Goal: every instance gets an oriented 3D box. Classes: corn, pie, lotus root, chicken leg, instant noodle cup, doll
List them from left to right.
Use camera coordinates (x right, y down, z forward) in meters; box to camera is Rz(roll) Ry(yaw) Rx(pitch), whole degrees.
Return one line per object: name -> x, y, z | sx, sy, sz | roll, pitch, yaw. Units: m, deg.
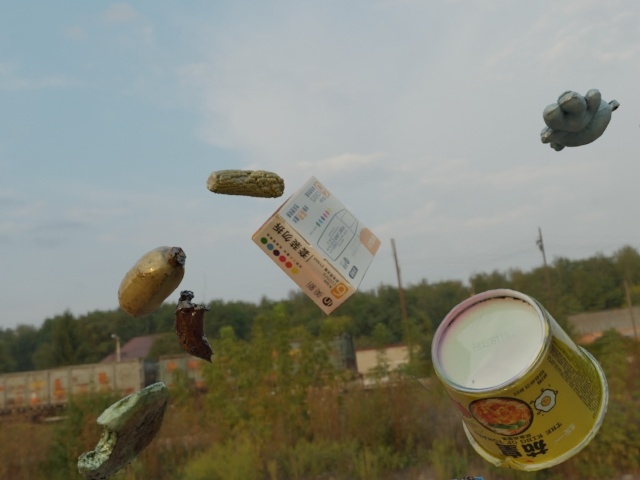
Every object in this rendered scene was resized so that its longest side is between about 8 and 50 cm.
pie -> -0.493, 0.485, 1.793 | 0.067, 0.302, 0.302 | 29, -4, 15
lotus root -> -0.496, 0.114, 2.071 | 0.146, 0.160, 0.284 | 38, -60, -20
chicken leg -> -0.357, 0.245, 1.964 | 0.105, 0.233, 0.063 | 5, 23, 13
corn -> -0.217, -0.171, 2.096 | 0.087, 0.086, 0.288 | -17, -10, 41
instant noodle cup -> 0.394, 0.270, 1.444 | 0.326, 0.325, 0.254 | -13, -47, 32
doll -> 0.373, -0.194, 1.049 | 0.120, 0.075, 0.180 | -33, -28, 29

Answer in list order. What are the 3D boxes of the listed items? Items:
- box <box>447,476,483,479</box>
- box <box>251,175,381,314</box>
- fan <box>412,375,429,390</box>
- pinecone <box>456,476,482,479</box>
box -> 0.378, 0.712, 1.804 | 0.139, 0.073, 0.194 | -3, 29, -6
box -> 0.000, 0.000, 1.427 | 0.091, 0.221, 0.274 | -43, 7, 25
fan -> 0.266, 0.380, 1.856 | 0.003, 0.060, 0.080 | -46, -9, -5
pinecone -> 0.268, 0.459, 1.239 | 0.077, 0.077, 0.083 | -7, -46, 5
